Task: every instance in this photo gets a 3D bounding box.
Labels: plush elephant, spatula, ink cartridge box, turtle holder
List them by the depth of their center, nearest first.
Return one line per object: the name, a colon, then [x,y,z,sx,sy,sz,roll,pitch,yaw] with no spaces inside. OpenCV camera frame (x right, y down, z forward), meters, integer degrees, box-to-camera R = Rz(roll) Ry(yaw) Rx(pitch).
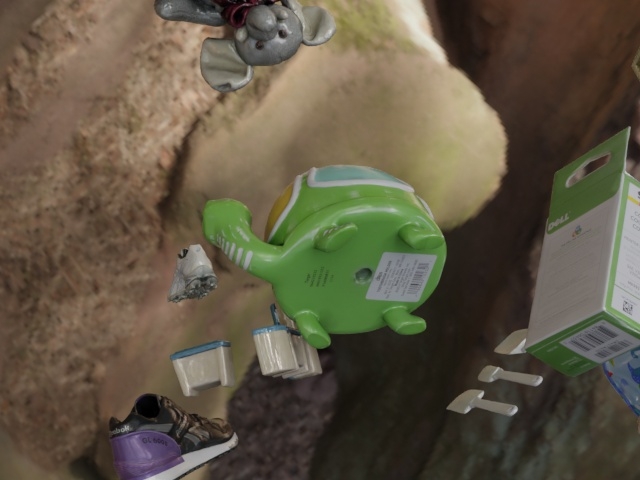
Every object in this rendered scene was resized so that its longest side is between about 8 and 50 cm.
ink cartridge box: [0.259,0.010,1.141,0.062,0.209,0.109,29,145,-18]
turtle holder: [0.009,0.012,1.787,0.320,0.227,0.243,-20,131,-4]
spatula: [0.277,0.193,1.810,0.168,0.019,0.242,-43,-174,-12]
plush elephant: [-0.129,-0.408,2.143,0.272,0.255,0.330,-38,167,-1]

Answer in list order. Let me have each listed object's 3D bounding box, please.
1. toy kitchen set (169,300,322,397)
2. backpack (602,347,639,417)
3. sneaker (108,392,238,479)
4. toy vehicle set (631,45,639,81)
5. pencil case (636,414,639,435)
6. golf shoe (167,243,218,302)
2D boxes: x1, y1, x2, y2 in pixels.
toy kitchen set: [-0.111,0.155,1.821,0.166,0.122,0.207,-17,168,10]
backpack: [0.629,0.158,2.000,0.273,0.290,0.355,-42,-175,-25]
sneaker: [-0.209,0.272,1.793,0.107,0.124,0.283,-19,178,19]
toy vehicle set: [0.425,-0.234,1.331,0.035,0.166,0.267,-5,140,-16]
pencil case: [0.490,0.262,1.168,0.160,0.410,0.183,-32,153,-24]
golf shoe: [-0.224,0.057,2.136,0.069,0.086,0.176,-8,167,-27]
